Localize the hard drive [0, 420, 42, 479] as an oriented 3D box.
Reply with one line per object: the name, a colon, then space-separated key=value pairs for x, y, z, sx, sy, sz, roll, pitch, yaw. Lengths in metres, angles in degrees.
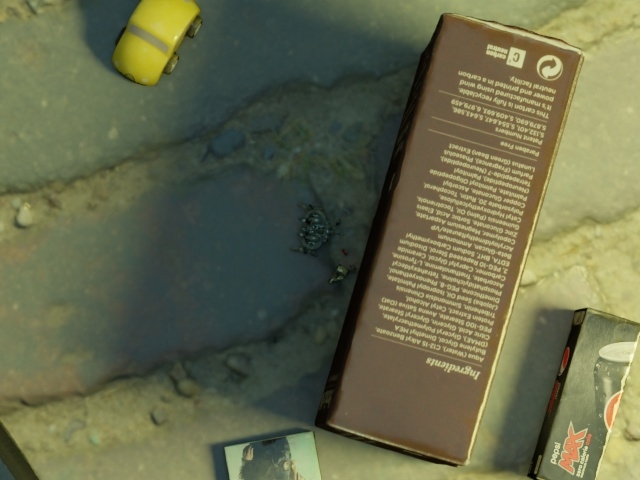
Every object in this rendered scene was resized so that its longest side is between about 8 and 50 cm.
hard drive: x=-0.390 y=0.249 z=1.758 sx=0.255 sy=0.054 sz=0.172 roll=-35 pitch=88 yaw=-6

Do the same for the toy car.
toy car: x=-0.092 y=-0.271 z=1.827 sx=0.225 sy=0.053 sz=0.239 roll=-3 pitch=85 yaw=-3

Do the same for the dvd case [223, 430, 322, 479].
dvd case: x=-0.038 y=0.243 z=1.800 sx=0.087 sy=0.013 sz=0.119 roll=-9 pitch=86 yaw=-4

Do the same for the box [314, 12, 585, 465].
box: x=0.112 y=0.005 z=1.746 sx=0.143 sy=0.191 sz=0.381 roll=15 pitch=83 yaw=-2

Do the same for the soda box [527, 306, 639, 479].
soda box: x=0.247 y=0.151 z=1.806 sx=0.060 sy=0.053 sz=0.169 roll=18 pitch=84 yaw=-1

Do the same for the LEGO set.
LEGO set: x=0.003 y=-0.001 z=1.821 sx=0.083 sy=0.023 sz=0.054 roll=41 pitch=83 yaw=1
